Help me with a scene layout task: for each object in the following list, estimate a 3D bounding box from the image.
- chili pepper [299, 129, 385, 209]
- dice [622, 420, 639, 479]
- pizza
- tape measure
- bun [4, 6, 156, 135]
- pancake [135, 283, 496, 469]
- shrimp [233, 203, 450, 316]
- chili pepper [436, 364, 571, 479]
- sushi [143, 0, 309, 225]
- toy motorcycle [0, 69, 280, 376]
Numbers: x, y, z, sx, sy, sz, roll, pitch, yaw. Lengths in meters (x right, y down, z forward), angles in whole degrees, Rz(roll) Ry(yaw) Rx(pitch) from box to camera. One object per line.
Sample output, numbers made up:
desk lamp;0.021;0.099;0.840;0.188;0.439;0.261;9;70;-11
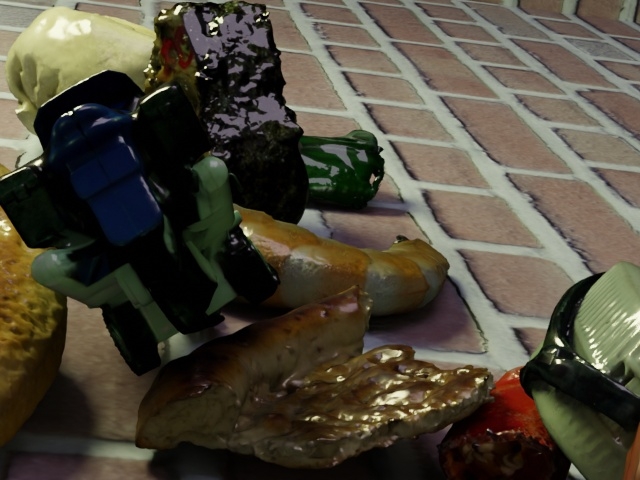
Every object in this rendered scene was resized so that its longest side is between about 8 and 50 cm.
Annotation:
chili pepper;-0.036;-0.072;1.579;0.216;0.062;0.108;0;18;-21
dice;0.218;0.153;0.731;0.179;0.175;0.174;7;16;7
pizza;-0.235;0.029;1.023;0.268;0.087;0.258;26;34;23
tape measure;0.198;0.103;0.927;0.207;0.115;0.235;37;13;-8
bun;-0.200;-0.143;1.601;0.229;0.145;0.229;24;4;-2
pancake;-0.020;0.083;1.014;0.212;0.056;0.257;-10;9;-18
shrimp;0.004;0.010;1.301;0.287;0.068;0.185;0;20;-34
chili pepper;0.118;0.119;0.985;0.070;0.073;0.123;53;24;-1
sushi;-0.086;-0.100;1.442;0.115;0.213;0.147;-10;-16;-13
toy motorcycle;-0.119;-0.024;1.065;0.125;0.196;0.331;-31;-1;-2
